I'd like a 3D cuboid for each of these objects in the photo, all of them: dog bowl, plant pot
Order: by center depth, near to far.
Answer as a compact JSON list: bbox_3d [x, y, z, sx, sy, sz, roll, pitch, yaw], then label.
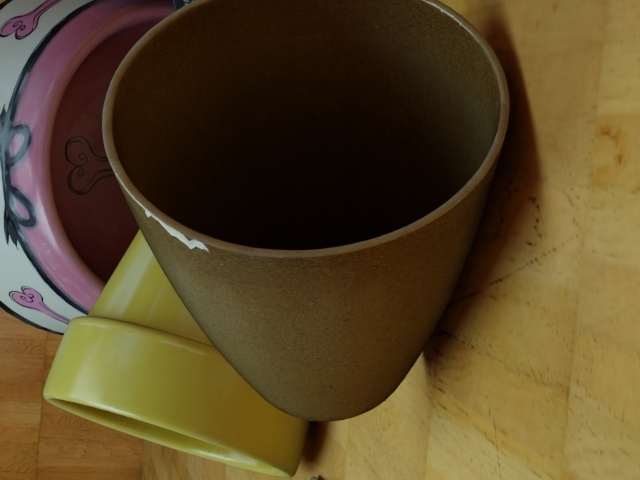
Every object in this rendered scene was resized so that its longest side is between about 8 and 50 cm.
[{"bbox_3d":[0.000,0.000,0.912,0.254,0.237,0.237,84,-179,-49],"label":"plant pot"},{"bbox_3d":[-0.110,0.080,1.367,0.254,0.254,0.239,141,148,-75],"label":"plant pot"},{"bbox_3d":[-0.201,-0.089,1.529,0.150,0.408,0.408,6,92,46],"label":"dog bowl"}]

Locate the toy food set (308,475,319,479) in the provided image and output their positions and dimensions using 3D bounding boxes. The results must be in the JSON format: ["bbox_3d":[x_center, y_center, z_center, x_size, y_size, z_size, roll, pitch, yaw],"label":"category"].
[{"bbox_3d":[-0.066,0.279,1.261,0.192,0.038,0.132,-50,5,-10],"label":"toy food set"}]

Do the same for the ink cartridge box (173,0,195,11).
[{"bbox_3d":[-0.055,-0.319,1.123,0.176,0.069,0.371,82,-164,-64],"label":"ink cartridge box"}]
